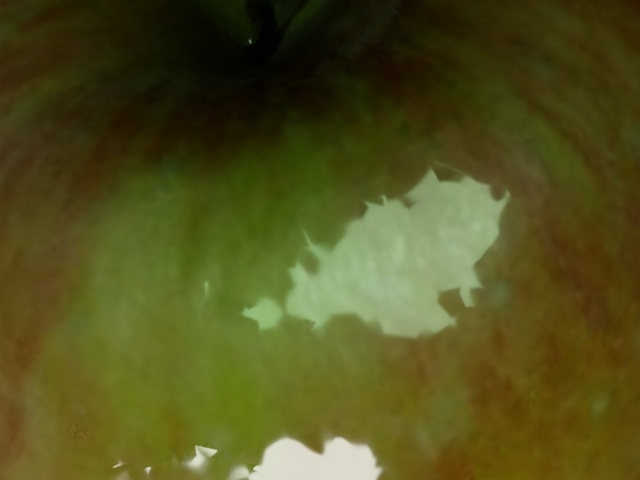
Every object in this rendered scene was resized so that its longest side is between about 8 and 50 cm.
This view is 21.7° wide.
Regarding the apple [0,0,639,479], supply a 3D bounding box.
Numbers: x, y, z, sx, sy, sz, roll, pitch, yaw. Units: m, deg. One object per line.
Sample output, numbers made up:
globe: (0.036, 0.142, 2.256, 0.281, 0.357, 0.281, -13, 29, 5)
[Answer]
apple: (0.000, 0.000, 0.652, 0.400, 0.333, 0.400, -5, 53, 6)
